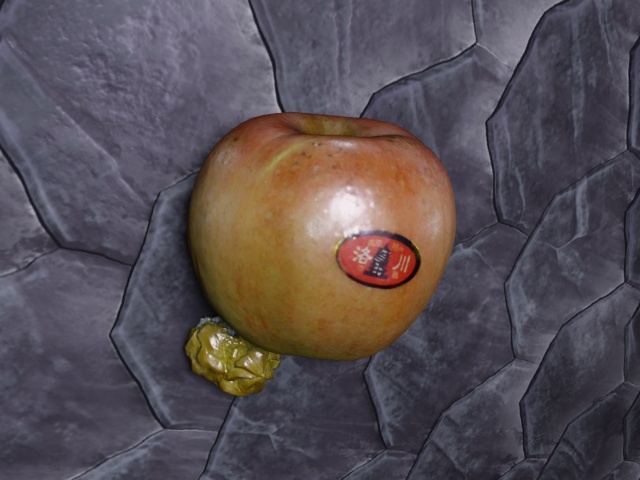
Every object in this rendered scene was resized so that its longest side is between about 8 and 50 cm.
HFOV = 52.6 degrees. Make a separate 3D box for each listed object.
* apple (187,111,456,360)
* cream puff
[{"bbox_3d":[0.000,0.000,0.832,0.338,0.338,0.305,-4,111,-30],"label":"apple"},{"bbox_3d":[-0.122,0.170,0.966,0.156,0.156,0.121,5,92,-33],"label":"cream puff"}]
